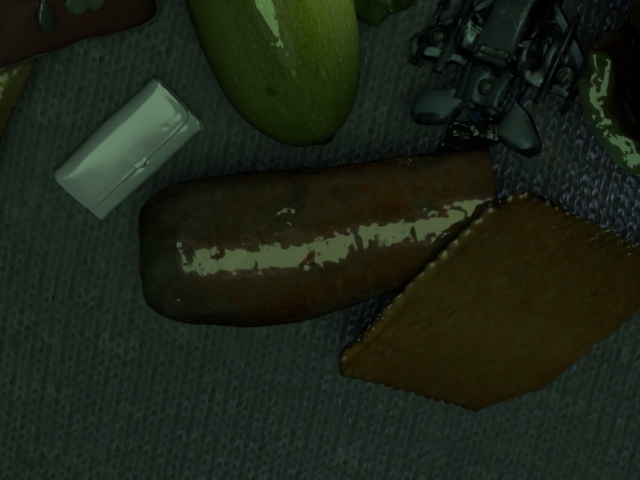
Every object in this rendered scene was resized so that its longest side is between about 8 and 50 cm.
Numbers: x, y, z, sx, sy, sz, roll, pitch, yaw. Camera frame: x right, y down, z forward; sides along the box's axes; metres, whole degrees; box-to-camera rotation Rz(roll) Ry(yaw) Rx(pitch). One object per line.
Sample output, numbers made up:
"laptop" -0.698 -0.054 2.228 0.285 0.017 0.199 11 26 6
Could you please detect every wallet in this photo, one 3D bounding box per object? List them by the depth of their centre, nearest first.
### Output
"wallet" -0.163 -0.077 1.029 0.122 0.025 0.061 -42 110 6

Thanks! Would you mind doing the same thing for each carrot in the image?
"carrot" 0.000 0.000 0.999 0.302 0.138 0.138 -6 104 3

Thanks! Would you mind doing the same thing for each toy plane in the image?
"toy plane" 0.168 -0.195 0.992 0.169 0.078 0.246 21 95 24

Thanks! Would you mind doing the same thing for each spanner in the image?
"spanner" 0.089 -0.041 1.063 0.046 0.012 0.208 38 98 -13

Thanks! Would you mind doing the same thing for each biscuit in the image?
"biscuit" 0.159 0.064 1.022 0.232 0.013 0.237 20 127 -36

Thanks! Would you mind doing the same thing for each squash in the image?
"squash" -0.039 -0.187 0.955 0.133 0.132 0.247 -16 104 0

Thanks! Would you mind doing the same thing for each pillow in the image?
"pillow" -0.194 -0.224 0.918 0.171 0.075 0.179 -25 134 -32

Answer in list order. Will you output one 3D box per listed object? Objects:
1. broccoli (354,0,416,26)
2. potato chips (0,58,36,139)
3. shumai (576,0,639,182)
"broccoli" 0.055 -0.319 0.941 0.165 0.145 0.304 2 116 -1
"potato chips" -0.309 0.002 1.020 0.080 0.057 0.406 10 103 -20
"shumai" 0.318 -0.175 0.927 0.288 0.292 0.330 -50 65 27
